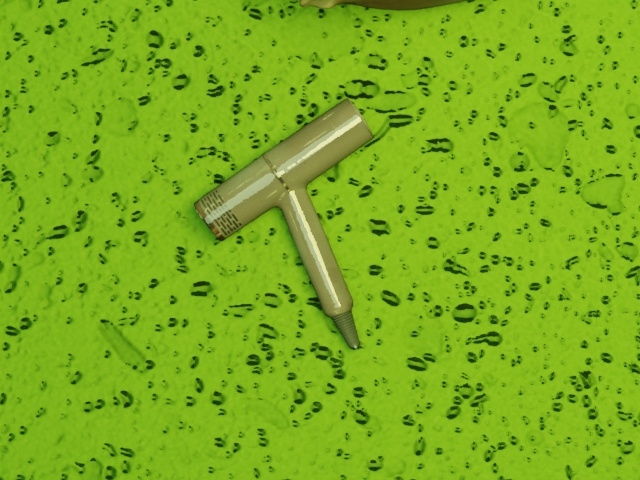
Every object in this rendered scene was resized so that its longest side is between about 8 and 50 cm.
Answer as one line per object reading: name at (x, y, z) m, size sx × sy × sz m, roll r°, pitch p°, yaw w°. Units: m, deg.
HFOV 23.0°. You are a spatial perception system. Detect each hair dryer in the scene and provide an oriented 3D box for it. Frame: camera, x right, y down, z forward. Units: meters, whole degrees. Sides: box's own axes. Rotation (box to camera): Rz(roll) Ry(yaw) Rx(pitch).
hair dryer at (0.012, -0.005, 1.610) m, size 0.195 × 0.053 × 0.220 m, roll -36°, pitch 90°, yaw 2°

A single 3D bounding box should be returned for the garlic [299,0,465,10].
garlic at (0.127, -0.360, 1.515) m, size 0.340 × 0.246 × 0.231 m, roll -21°, pitch 78°, yaw 18°
